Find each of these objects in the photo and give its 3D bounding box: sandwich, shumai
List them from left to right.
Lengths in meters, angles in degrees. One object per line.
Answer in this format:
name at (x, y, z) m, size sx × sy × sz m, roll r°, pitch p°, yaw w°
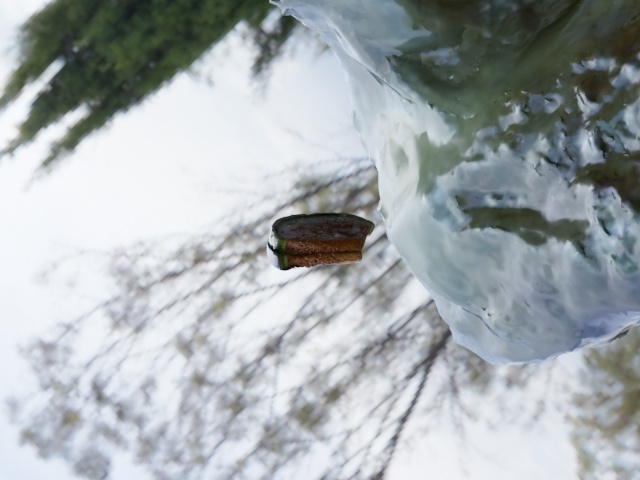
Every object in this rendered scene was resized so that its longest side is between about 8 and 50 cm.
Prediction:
sandwich at (0.001, -0.002, 0.962) m, size 0.101 × 0.026 × 0.069 m, roll -6°, pitch -158°, yaw -23°
shumai at (0.161, -0.135, 0.780) m, size 0.348 × 0.395 × 0.395 m, roll 55°, pitch -167°, yaw 4°
